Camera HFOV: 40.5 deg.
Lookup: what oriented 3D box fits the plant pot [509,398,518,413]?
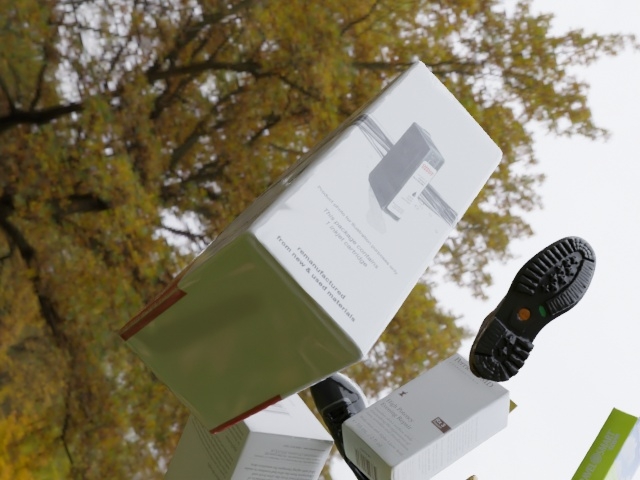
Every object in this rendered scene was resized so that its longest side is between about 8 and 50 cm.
[{"bbox_3d":[0.319,0.318,1.698,0.081,0.083,0.081,40,0,-33],"label":"plant pot"}]

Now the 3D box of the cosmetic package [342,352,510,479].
[{"bbox_3d":[0.158,0.271,1.280,0.117,0.231,0.085,35,-37,42],"label":"cosmetic package"}]

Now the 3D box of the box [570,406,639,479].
[{"bbox_3d":[0.376,0.305,1.139,0.042,0.178,0.109,21,-30,38],"label":"box"}]

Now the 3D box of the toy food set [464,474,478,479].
[{"bbox_3d":[0.224,0.423,1.448,0.083,0.082,0.020,-35,-101,34],"label":"toy food set"}]

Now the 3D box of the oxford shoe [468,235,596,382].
[{"bbox_3d":[0.262,0.083,1.109,0.083,0.227,0.096,44,-11,3],"label":"oxford shoe"}]

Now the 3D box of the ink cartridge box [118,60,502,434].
[{"bbox_3d":[0.000,0.000,0.687,0.114,0.273,0.197,49,-45,-6],"label":"ink cartridge box"}]

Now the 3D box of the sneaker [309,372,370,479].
[{"bbox_3d":[0.070,0.413,1.881,0.283,0.107,0.124,58,8,-7],"label":"sneaker"}]

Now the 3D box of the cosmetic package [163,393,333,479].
[{"bbox_3d":[-0.147,0.406,1.335,0.197,0.155,0.366,42,-67,55],"label":"cosmetic package"}]
